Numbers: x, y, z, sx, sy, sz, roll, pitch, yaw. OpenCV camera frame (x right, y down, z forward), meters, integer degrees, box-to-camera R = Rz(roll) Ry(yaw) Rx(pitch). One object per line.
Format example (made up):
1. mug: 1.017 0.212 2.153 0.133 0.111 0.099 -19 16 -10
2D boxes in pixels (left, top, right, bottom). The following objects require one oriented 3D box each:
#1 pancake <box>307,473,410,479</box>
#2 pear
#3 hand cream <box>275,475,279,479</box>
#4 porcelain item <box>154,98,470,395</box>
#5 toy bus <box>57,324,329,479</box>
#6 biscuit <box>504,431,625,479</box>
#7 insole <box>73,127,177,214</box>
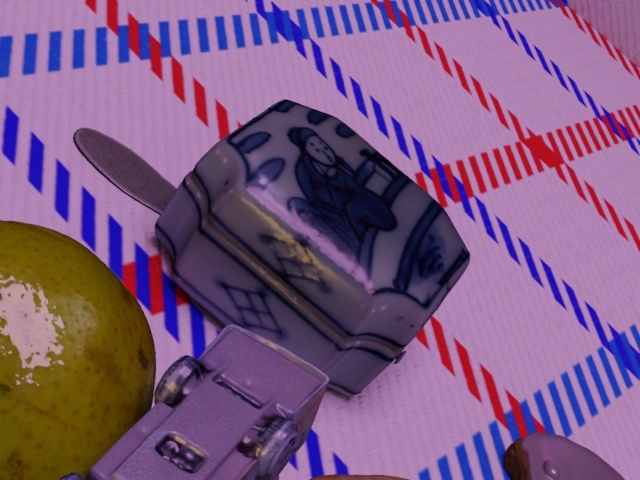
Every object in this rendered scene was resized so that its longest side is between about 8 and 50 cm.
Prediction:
1. pancake: 0.036 0.302 1.176 0.266 0.057 0.244 -33 96 -46
2. pear: -0.235 0.106 1.102 0.288 0.139 0.239 17 42 -29
3. hand cream: -0.086 0.240 1.177 0.084 0.050 0.257 33 37 -5
4. porcelain item: 0.000 0.000 1.514 0.286 0.157 0.281 41 27 4
5. toy bus: -0.116 0.196 1.063 0.109 0.136 0.329 29 37 12
6. biscuit: 0.279 0.286 1.514 0.181 0.049 0.208 27 28 -16
7. insole: -0.168 -0.048 1.560 0.232 0.003 0.080 36 28 -2
